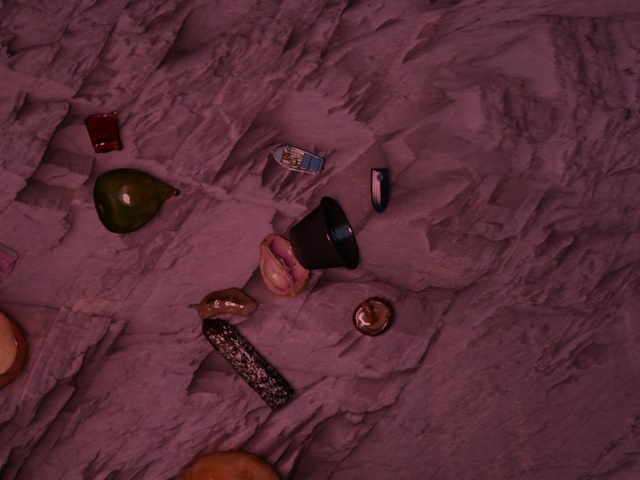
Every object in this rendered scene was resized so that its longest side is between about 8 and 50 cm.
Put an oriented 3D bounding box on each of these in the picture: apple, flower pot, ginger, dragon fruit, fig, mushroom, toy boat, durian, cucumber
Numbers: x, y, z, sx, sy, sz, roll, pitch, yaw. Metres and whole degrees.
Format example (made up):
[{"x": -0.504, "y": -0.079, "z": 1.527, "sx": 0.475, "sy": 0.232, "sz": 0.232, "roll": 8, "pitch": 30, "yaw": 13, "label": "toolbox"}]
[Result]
[{"x": -1.039, "y": 0.349, "z": 1.546, "sx": 0.293, "sy": 0.163, "sz": 0.251, "roll": -37, "pitch": 80, "yaw": -12, "label": "apple"}, {"x": 0.000, "y": 0.000, "z": 1.524, "sx": 0.148, "sy": 0.235, "sz": 0.235, "roll": -22, "pitch": 90, "yaw": 19, "label": "flower pot"}, {"x": -0.293, "y": 0.198, "z": 1.582, "sx": 0.190, "sy": 0.069, "sz": 0.095, "roll": -8, "pitch": 86, "yaw": 1, "label": "ginger"}, {"x": -0.670, "y": -0.320, "z": 1.582, "sx": 0.102, "sy": 0.096, "sz": 0.147, "roll": -14, "pitch": 59, "yaw": -9, "label": "dragon fruit"}, {"x": -0.561, "y": -0.138, "z": 1.561, "sx": 0.235, "sy": 0.203, "sz": 0.203, "roll": -26, "pitch": 90, "yaw": -39, "label": "fig"}, {"x": 0.162, "y": 0.238, "z": 1.570, "sx": 0.127, "sy": 0.087, "sz": 0.127, "roll": 0, "pitch": 88, "yaw": 4, "label": "mushroom"}, {"x": 0.184, "y": -0.154, "z": 1.584, "sx": 0.055, "sy": 0.060, "sz": 0.141, "roll": -2, "pitch": 97, "yaw": 0, "label": "toy boat"}, {"x": -0.072, "y": -0.252, "z": 1.584, "sx": 0.172, "sy": 0.059, "sz": 0.069, "roll": 18, "pitch": 90, "yaw": 1, "label": "toy boat"}, {"x": -0.113, "y": 0.082, "z": 1.552, "sx": 0.182, "sy": 0.132, "sz": 0.165, "roll": 26, "pitch": 79, "yaw": 11, "label": "durian"}, {"x": -0.235, "y": 0.368, "z": 1.574, "sx": 0.096, "sy": 0.096, "sz": 0.359, "roll": -43, "pitch": 89, "yaw": 1, "label": "cucumber"}]

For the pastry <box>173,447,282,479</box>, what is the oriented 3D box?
[{"x": -0.278, "y": 0.817, "z": 1.498, "sx": 0.409, "sy": 0.245, "sz": 0.410, "roll": 0, "pitch": 88, "yaw": 3, "label": "pastry"}]

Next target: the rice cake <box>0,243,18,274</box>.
[{"x": -1.086, "y": -0.006, "z": 1.600, "sx": 0.290, "sy": 0.051, "sz": 0.081, "roll": 39, "pitch": 91, "yaw": 0, "label": "rice cake"}]
